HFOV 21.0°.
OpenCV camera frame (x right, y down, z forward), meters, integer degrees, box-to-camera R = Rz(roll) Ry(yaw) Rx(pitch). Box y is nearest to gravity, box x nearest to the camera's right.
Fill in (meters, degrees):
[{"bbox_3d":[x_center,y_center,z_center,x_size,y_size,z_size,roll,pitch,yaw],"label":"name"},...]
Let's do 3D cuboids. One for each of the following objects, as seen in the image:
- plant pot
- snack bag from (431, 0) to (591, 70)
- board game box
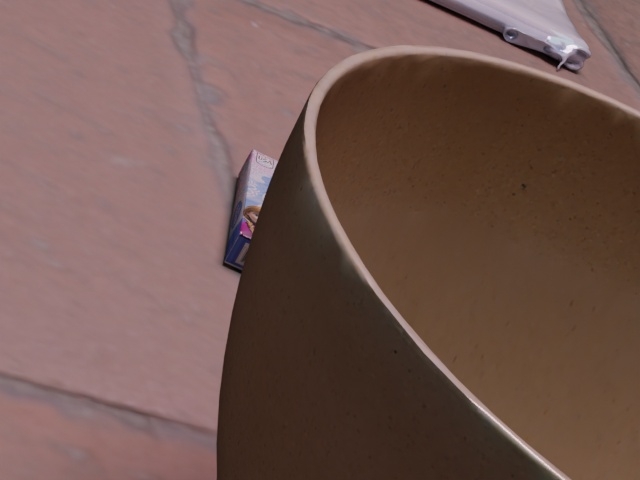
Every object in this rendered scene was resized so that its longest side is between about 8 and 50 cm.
[{"bbox_3d":[0.078,0.093,0.577,0.284,0.191,0.284,24,28,-14],"label":"plant pot"},{"bbox_3d":[0.045,-0.277,1.343,0.323,0.037,0.342,23,28,-17],"label":"snack bag"},{"bbox_3d":[0.000,0.000,0.845,0.090,0.020,0.090,25,26,-12],"label":"board game box"}]
